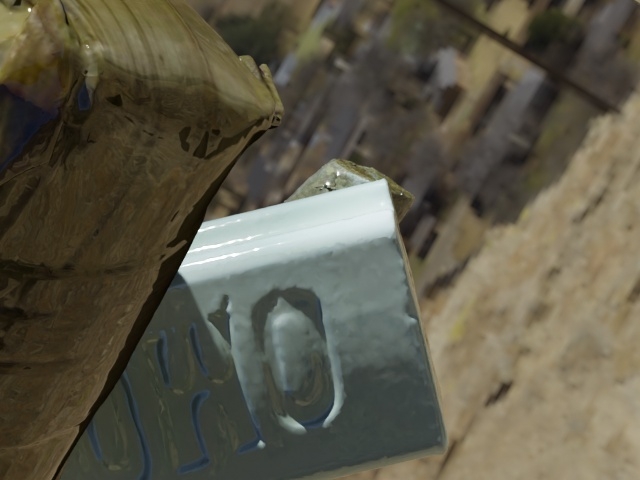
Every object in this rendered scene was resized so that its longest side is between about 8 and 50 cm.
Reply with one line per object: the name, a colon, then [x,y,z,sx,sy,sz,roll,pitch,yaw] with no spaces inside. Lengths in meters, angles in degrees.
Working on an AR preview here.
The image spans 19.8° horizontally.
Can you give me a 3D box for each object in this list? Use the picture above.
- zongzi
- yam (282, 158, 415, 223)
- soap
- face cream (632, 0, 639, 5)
zongzi: [-0.284,-0.029,1.008,0.467,0.218,0.500,49,122,33]
yam: [0.000,0.000,1.750,0.183,0.107,0.107,-49,16,-1]
soap: [-0.068,0.075,1.101,0.087,0.265,0.160,-92,-11,-72]
face cream: [-0.040,-0.144,0.310,0.081,0.348,0.173,-60,3,1]
